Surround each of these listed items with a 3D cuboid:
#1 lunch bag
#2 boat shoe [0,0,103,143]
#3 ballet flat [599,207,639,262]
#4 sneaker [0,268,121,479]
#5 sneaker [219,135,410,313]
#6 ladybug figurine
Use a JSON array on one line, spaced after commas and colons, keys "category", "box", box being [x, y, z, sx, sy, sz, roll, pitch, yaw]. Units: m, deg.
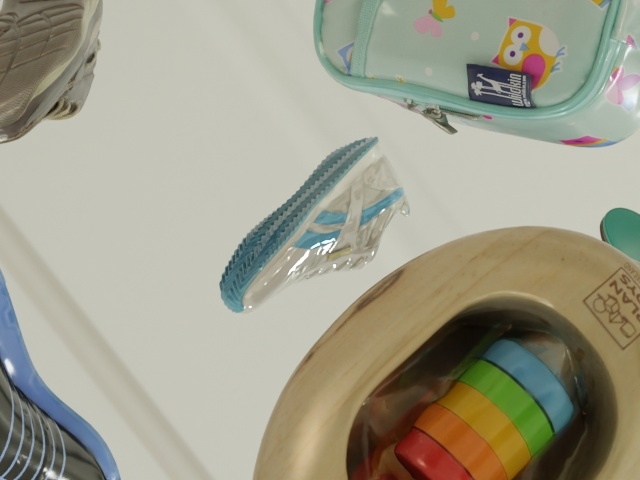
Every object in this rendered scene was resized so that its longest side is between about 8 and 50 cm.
[{"category": "lunch bag", "box": [0.112, -0.198, 0.980, 0.108, 0.224, 0.279, 12, 92, -58]}, {"category": "boat shoe", "box": [-0.291, -0.185, 1.725, 0.132, 0.130, 0.355, -3, -148, 12]}, {"category": "ballet flat", "box": [0.395, 0.043, 1.861, 0.074, 0.203, 0.074, -26, 140, -24]}, {"category": "sneaker", "box": [-0.173, 0.101, 0.812, 0.081, 0.232, 0.090, -3, -142, 29]}, {"category": "sneaker", "box": [0.000, 0.000, 1.537, 0.228, 0.092, 0.087, -43, -159, -27]}, {"category": "ladybug figurine", "box": [0.127, 0.171, 1.411, 0.449, 0.305, 0.162, -37, 176, -20]}]
